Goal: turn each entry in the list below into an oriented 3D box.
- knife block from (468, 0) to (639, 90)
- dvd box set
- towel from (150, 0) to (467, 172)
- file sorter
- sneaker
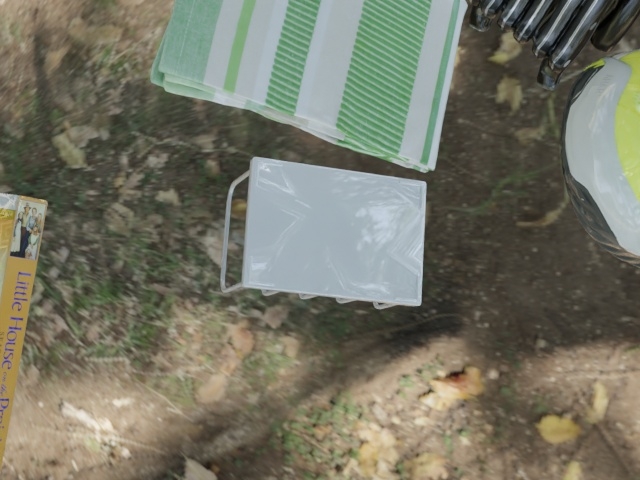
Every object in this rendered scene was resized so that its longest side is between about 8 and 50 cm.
[{"bbox_3d":[0.203,-0.226,0.703,0.088,0.242,0.275,43,95,13],"label":"knife block"},{"bbox_3d":[-0.552,0.129,1.684,0.062,0.308,0.420,13,87,-55],"label":"dvd box set"},{"bbox_3d":[-0.002,-0.229,1.268,0.325,0.038,0.247,18,73,-15],"label":"towel"},{"bbox_3d":[0.000,0.000,1.791,0.278,0.173,0.192,7,79,-18],"label":"file sorter"},{"bbox_3d":[0.306,-0.047,0.643,0.385,0.147,0.145,4,80,-26],"label":"sneaker"}]
